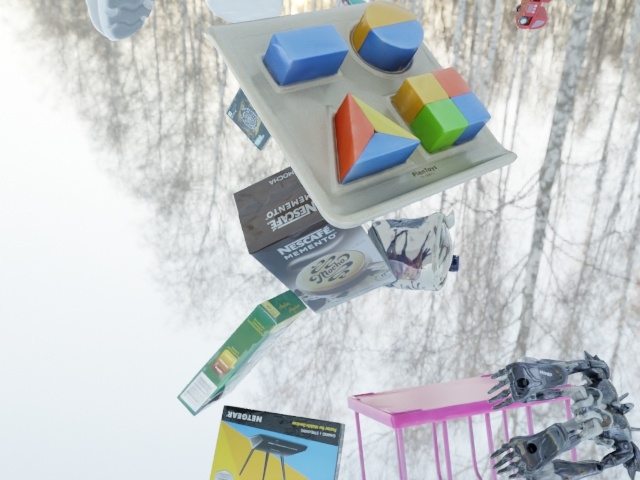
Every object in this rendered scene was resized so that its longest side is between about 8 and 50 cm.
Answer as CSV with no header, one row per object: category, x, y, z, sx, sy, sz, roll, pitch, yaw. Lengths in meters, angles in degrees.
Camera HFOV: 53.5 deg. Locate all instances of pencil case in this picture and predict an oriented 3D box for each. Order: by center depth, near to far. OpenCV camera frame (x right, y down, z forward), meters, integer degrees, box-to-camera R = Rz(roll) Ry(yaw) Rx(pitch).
pencil case,0.091,0.015,1.397,0.410,0.160,0.183,2,-144,28

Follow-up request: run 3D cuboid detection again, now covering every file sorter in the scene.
file sorter,0.216,0.320,0.969,0.290,0.182,0.202,-5,175,-16

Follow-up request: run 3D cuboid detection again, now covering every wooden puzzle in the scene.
wooden puzzle,0.066,-0.204,0.834,0.322,0.080,0.348,-22,-113,-32

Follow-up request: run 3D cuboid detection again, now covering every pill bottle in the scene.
pill bottle,-0.152,-0.635,1.352,0.169,0.302,0.169,4,172,0

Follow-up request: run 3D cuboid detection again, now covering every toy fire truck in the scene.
toy fire truck,0.501,-0.524,1.325,0.135,0.192,0.047,4,-123,-4

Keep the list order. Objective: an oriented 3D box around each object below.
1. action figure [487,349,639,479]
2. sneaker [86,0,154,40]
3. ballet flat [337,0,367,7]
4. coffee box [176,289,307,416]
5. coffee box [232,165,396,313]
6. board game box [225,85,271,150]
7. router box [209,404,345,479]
action figure,0.283,0.208,0.750,0.141,0.164,0.275,-24,151,35
sneaker,-0.267,-0.384,0.749,0.115,0.281,0.105,13,-150,24
ballet flat,0.145,-0.622,1.789,0.221,0.079,0.077,15,-117,-25
coffee box,-0.104,0.151,0.858,0.040,0.184,0.113,44,-164,11
coffee box,0.000,0.000,1.059,0.168,0.297,0.119,-25,-121,10
board game box,-0.144,-0.293,1.446,0.126,0.186,0.026,48,-119,-2
router box,-0.062,0.314,0.902,0.178,0.133,0.046,4,163,14
